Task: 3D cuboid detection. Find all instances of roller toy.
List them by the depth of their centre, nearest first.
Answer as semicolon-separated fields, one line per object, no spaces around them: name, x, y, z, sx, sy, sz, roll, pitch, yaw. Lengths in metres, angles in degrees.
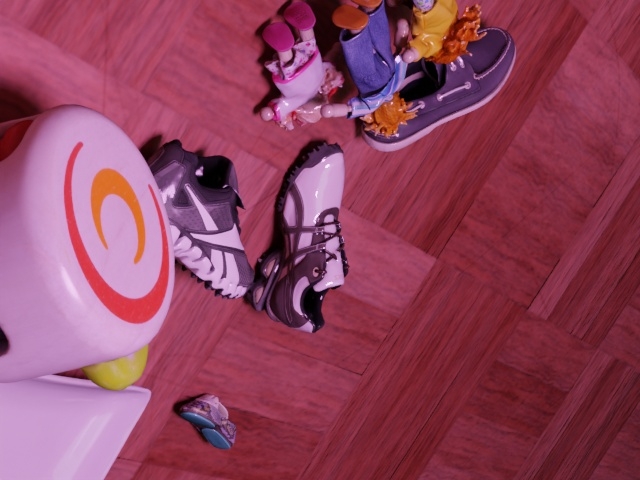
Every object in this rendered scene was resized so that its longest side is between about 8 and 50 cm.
roller toy;-0.212;0.002;1.231;0.191;0.146;0.209;37;44;-58

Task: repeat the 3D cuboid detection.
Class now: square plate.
square plate;-0.336;0.248;1.450;0.344;0.049;0.347;-59;151;5

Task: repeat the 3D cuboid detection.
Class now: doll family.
doll family;0.065;-0.183;1.539;0.263;0.118;0.163;-46;150;-17

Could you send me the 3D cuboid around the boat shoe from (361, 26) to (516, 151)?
boat shoe;0.126;-0.168;1.693;0.206;0.075;0.065;-36;149;-23

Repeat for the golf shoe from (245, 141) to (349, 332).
golf shoe;0.000;0.000;1.657;0.077;0.094;0.198;-13;128;-50

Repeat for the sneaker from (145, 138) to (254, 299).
sneaker;-0.102;-0.020;1.498;0.106;0.078;0.234;-52;149;-2

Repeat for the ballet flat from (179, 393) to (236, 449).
ballet flat;-0.117;0.183;1.732;0.041;0.041;0.114;-50;151;-10
